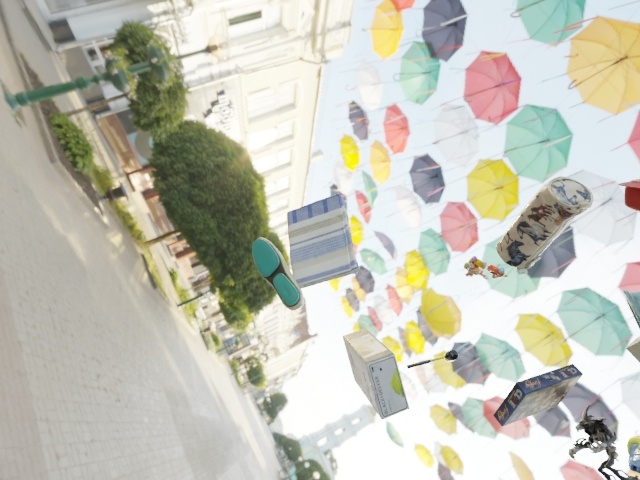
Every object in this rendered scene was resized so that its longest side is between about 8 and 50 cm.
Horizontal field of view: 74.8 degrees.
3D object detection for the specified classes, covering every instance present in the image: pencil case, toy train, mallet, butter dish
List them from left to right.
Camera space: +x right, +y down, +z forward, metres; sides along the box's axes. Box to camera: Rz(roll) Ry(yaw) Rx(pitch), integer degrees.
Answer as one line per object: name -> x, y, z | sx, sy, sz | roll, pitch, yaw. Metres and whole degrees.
mallet -> 0.405, 0.439, 1.527 | 0.062, 0.189, 0.039 | 77, -1, -68
toy train -> 0.548, 0.110, 1.418 | 0.125, 0.046, 0.166 | 34, -12, 8
pencil case -> 0.842, -0.055, 1.594 | 0.411, 0.159, 0.184 | 105, -31, -51
butter dish -> 0.951, -0.110, 1.200 | 0.160, 0.159, 0.119 | 24, -64, 48

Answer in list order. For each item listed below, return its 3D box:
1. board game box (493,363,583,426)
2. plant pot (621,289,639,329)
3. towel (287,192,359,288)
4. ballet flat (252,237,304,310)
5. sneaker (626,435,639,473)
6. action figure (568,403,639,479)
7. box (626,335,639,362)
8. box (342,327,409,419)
board game box -> 0.650, 0.461, 1.251 | 0.042, 0.243, 0.165 | -123, -145, -46
plant pot -> 0.931, 0.221, 0.924 | 0.333, 0.341, 0.342 | -25, -91, 29
towel -> 0.000, 0.000, 1.289 | 0.034, 0.209, 0.285 | 50, 26, -55
ballet flat -> -0.119, 0.100, 1.216 | 0.249, 0.086, 0.086 | 57, -19, 25
sneaker -> 0.995, 0.634, 1.209 | 0.091, 0.126, 0.240 | 34, -28, 10
action figure -> 0.946, 0.713, 1.430 | 0.164, 0.140, 0.276 | 89, -9, -49
box -> 1.147, 0.308, 1.349 | 0.094, 0.113, 0.275 | 55, -33, 26
box -> 0.158, 0.388, 1.264 | 0.290, 0.087, 0.169 | -171, -115, -81
